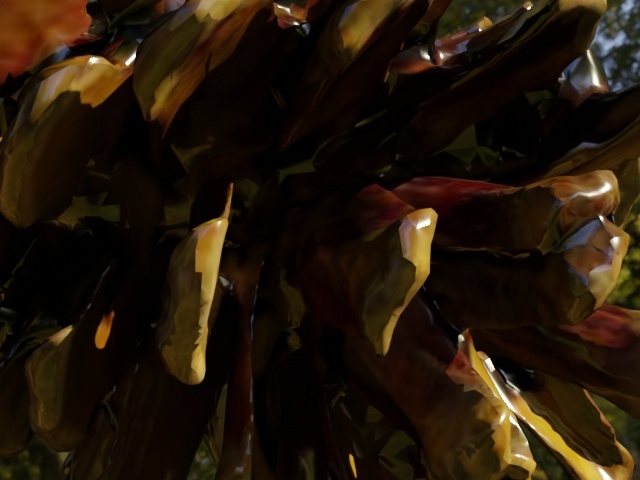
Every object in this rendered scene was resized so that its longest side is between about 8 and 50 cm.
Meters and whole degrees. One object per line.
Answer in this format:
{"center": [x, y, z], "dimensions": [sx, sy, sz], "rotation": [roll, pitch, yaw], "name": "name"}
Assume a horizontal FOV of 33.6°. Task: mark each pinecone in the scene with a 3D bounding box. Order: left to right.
{"center": [0.000, 0.000, 0.496], "dimensions": [0.384, 0.384, 0.384], "rotation": [-26, -17, -9], "name": "pinecone"}
